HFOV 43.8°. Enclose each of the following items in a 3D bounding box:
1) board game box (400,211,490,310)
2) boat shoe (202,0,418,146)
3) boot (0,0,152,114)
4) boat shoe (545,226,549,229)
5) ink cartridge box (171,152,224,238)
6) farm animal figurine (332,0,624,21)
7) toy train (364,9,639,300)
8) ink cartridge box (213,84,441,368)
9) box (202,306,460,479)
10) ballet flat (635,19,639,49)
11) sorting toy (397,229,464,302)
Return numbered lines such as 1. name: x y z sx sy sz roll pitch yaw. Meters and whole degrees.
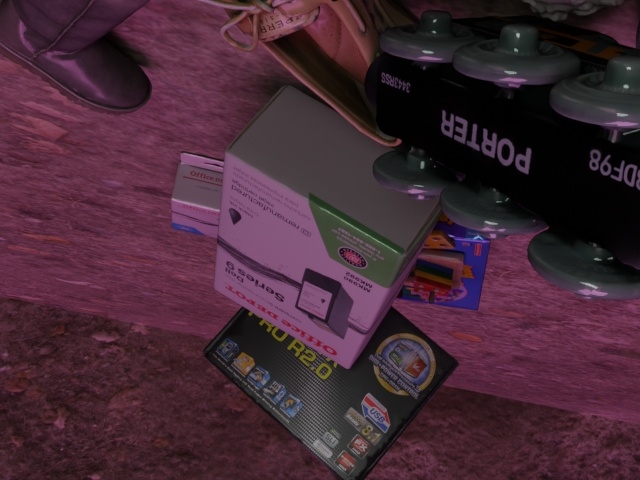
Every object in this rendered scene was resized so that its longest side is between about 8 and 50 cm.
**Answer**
1. board game box: 0.124 0.008 1.155 0.234 0.078 0.347 7 163 11
2. boat shoe: -0.003 -0.172 0.629 0.105 0.089 0.285 -5 157 43
3. boot: -0.199 -0.198 0.724 0.190 0.076 0.209 20 154 -35
4. boat shoe: 0.377 -0.014 0.897 0.303 0.109 0.098 16 169 -3
5. ink cartridge box: -0.159 -0.058 1.143 0.104 0.060 0.180 13 163 -6
6. farm animal figurine: 0.055 -0.208 0.339 0.331 0.172 0.327 13 163 -8
7. toy train: 0.168 -0.076 0.529 0.190 0.142 0.334 -12 -152 -25
8. ink cartridge box: 0.000 0.000 0.905 0.211 0.121 0.289 31 148 9
9. box: 0.012 0.160 1.067 0.270 0.216 0.060 41 172 11
10. ballet flat: 0.268 -0.145 0.573 0.077 0.079 0.221 0 161 22
11. sorting toy: 0.122 0.047 1.068 0.133 0.046 0.274 8 162 10
